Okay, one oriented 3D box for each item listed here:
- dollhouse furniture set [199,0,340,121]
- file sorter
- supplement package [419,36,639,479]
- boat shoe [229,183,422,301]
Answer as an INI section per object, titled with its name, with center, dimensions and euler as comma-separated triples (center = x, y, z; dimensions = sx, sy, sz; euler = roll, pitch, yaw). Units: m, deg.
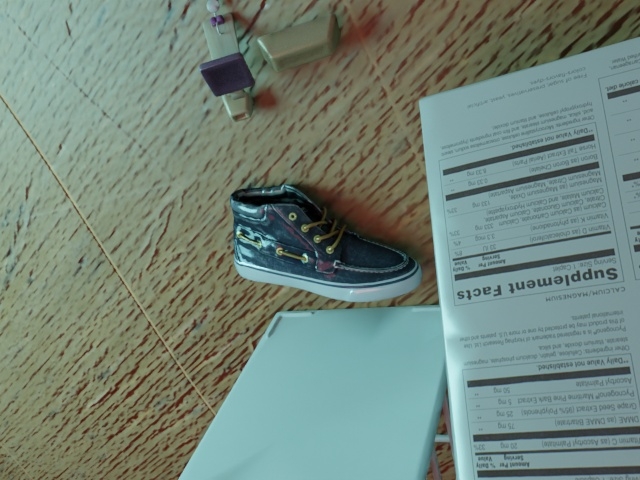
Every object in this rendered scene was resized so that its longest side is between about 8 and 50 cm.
[dollhouse furniture set]
center = -0.042, -0.168, 0.574
dimensions = 0.114, 0.091, 0.081
euler = -16, 69, 5
[file sorter]
center = 0.022, 0.208, 0.601
dimensions = 0.192, 0.278, 0.173
euler = -4, 120, 23
[supplement package]
center = 0.195, 0.044, 0.414
dimensions = 0.198, 0.199, 0.263
euler = -11, 72, 26
[boat shoe]
center = 0.000, 0.000, 0.615
dimensions = 0.183, 0.065, 0.083
euler = 6, 121, 19
